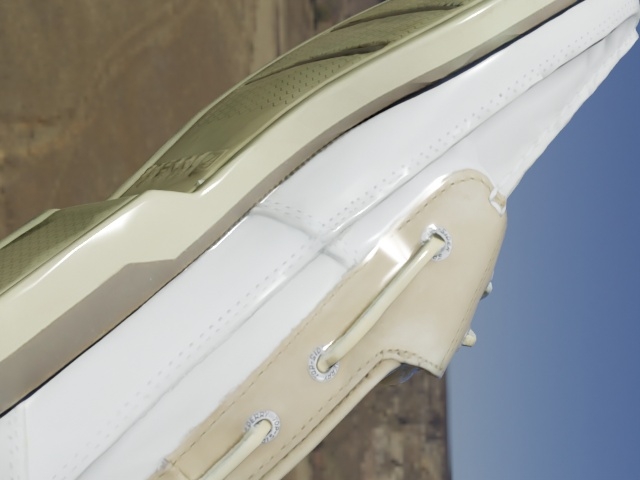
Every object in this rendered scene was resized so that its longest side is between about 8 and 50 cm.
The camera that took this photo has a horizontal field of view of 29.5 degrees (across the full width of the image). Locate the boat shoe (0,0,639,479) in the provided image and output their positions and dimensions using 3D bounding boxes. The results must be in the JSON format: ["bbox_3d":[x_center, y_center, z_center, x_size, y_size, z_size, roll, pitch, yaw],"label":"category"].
[{"bbox_3d":[0.000,0.000,0.396,0.103,0.302,0.113,61,-22,-16],"label":"boat shoe"}]
